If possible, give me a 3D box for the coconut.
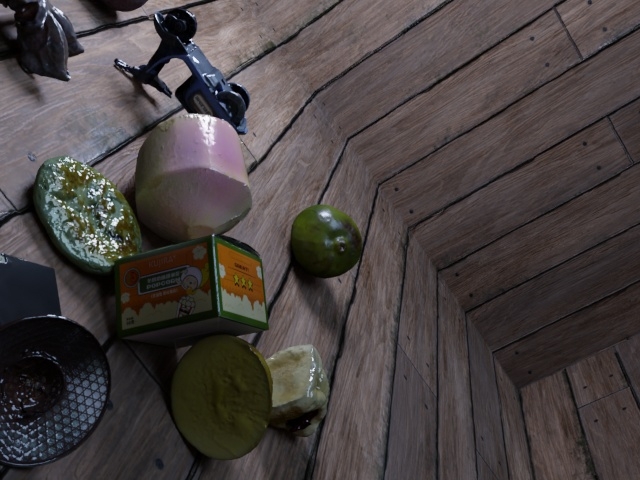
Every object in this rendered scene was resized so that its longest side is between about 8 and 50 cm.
[{"bbox_3d":[-0.258,-0.109,1.461,0.233,0.233,0.245,38,35,-47],"label":"coconut"}]

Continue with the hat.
[{"bbox_3d":[-0.378,0.188,0.945,0.193,0.082,0.193,-2,93,-40],"label":"hat"}]

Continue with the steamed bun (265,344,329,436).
[{"bbox_3d":[-0.047,0.324,1.492,0.172,0.141,0.155,-86,154,-54],"label":"steamed bun"}]

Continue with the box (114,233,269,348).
[{"bbox_3d":[-0.216,0.090,1.234,0.177,0.195,0.148,32,48,-63],"label":"box"}]

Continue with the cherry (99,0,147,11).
[{"bbox_3d":[-0.495,-0.635,1.765,0.176,0.140,0.176,22,48,-26],"label":"cherry"}]

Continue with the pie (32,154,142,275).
[{"bbox_3d":[-0.396,-0.040,1.258,0.240,0.054,0.240,51,21,-28],"label":"pie"}]

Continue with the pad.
[{"bbox_3d":[-0.419,0.109,1.056,0.116,0.004,0.193,27,37,-56],"label":"pad"}]

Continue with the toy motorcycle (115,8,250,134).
[{"bbox_3d":[-0.314,-0.365,1.725,0.358,0.212,0.125,57,17,-19],"label":"toy motorcycle"}]

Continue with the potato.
[{"bbox_3d":[-0.155,0.256,1.265,0.158,0.178,0.203,-20,88,-82],"label":"potato"}]

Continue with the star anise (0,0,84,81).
[{"bbox_3d":[-0.550,-0.421,1.373,0.257,0.110,0.198,58,3,-24],"label":"star anise"}]

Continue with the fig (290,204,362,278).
[{"bbox_3d":[0.000,0.000,2.020,0.225,0.203,0.203,19,-21,52],"label":"fig"}]
